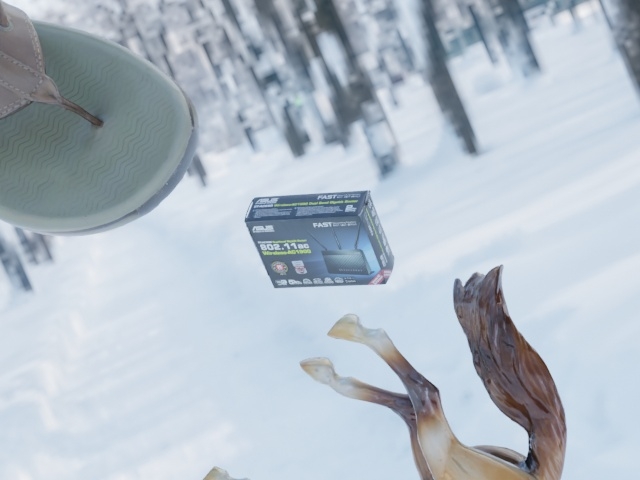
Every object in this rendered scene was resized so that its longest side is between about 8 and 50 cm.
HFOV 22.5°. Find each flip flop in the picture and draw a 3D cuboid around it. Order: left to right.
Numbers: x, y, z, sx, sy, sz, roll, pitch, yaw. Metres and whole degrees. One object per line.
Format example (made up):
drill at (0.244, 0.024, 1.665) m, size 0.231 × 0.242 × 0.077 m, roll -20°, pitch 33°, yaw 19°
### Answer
flip flop at (-0.193, -0.095, 0.827) m, size 0.112 × 0.277 × 0.080 m, roll -57°, pitch -9°, yaw -4°

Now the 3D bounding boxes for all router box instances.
router box at (0.000, 0.000, 1.532) m, size 0.122 × 0.092 × 0.038 m, roll -4°, pitch 42°, yaw 23°

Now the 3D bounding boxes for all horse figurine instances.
horse figurine at (0.035, 0.141, 0.782) m, size 0.263 × 0.174 × 0.066 m, roll -52°, pitch 0°, yaw 18°
